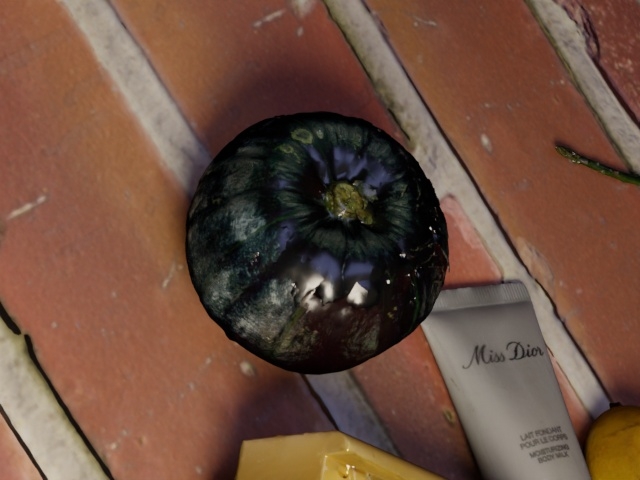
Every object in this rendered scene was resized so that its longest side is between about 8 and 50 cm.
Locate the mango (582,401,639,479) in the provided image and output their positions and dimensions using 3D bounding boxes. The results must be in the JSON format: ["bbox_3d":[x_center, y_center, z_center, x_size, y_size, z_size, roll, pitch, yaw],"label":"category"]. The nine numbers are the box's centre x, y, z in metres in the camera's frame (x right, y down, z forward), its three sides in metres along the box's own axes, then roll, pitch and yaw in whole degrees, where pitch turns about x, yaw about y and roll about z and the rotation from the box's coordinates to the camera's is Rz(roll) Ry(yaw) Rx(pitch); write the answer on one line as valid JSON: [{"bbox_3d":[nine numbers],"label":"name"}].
[{"bbox_3d":[0.335,0.264,1.204,0.227,0.109,0.147,54,33,-2],"label":"mango"}]

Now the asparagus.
[{"bbox_3d":[0.317,-0.076,1.364,0.162,0.016,0.016,16,93,-24],"label":"asparagus"}]

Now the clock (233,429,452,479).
[{"bbox_3d":[0.065,0.300,1.003,0.317,0.200,0.244,24,66,-29],"label":"clock"}]

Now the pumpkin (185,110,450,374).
[{"bbox_3d":[0.000,0.000,1.072,0.233,0.163,0.233,12,58,-19],"label":"pumpkin"}]

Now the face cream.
[{"bbox_3d":[0.189,0.188,1.172,0.143,0.089,0.315,-6,66,-31],"label":"face cream"}]
